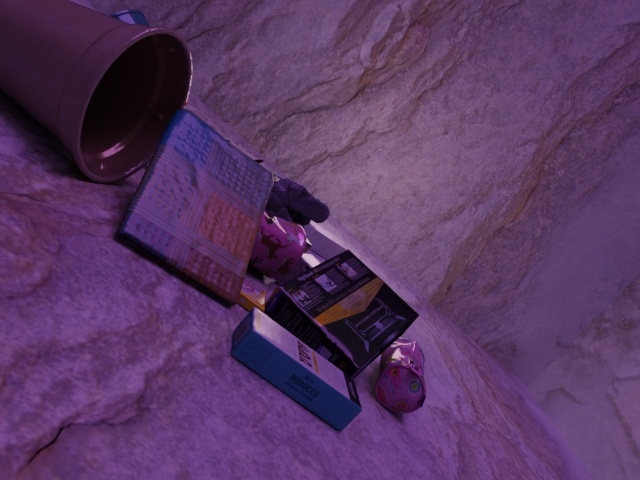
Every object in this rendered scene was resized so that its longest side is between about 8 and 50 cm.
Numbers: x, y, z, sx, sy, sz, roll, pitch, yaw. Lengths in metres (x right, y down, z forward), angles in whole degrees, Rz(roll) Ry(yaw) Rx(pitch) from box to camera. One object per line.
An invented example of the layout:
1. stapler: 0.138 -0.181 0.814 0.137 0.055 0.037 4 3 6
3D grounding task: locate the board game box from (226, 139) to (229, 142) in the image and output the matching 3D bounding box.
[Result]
1. board game box: -0.343 -0.236 1.633 0.164 0.042 0.243 -2 27 -10

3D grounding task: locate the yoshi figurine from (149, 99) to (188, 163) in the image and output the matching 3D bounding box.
1. yoshi figurine: -0.472 -0.287 1.460 0.202 0.204 0.362 3 17 15

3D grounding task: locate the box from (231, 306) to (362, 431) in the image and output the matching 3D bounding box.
1. box: -0.041 0.225 0.988 0.244 0.060 0.100 39 9 -14

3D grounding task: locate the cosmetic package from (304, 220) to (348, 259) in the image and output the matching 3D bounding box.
1. cosmetic package: 0.000 0.000 2.209 0.231 0.085 0.117 34 11 -47

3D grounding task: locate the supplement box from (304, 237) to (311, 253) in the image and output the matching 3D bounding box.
1. supplement box: -0.083 0.015 1.767 0.056 0.083 0.083 36 9 -29

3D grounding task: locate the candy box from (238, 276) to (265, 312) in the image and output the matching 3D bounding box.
1. candy box: -0.200 0.073 1.166 0.206 0.027 0.105 39 12 -14

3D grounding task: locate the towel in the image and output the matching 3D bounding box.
1. towel: -0.234 -0.077 1.139 0.271 0.040 0.370 37 43 -27

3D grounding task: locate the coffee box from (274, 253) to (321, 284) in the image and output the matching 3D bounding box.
1. coffee box: 0.014 0.150 1.470 0.246 0.098 0.141 44 9 14

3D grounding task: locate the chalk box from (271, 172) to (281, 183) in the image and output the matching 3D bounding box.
1. chalk box: -0.175 -0.141 1.895 0.213 0.132 0.132 49 8 0

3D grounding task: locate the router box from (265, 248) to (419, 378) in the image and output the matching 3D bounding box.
1. router box: 0.056 0.163 1.279 0.243 0.081 0.308 44 33 16

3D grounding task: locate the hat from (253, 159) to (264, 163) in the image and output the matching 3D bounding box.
1. hat: -0.325 -0.266 1.766 0.208 0.183 0.173 37 9 -25

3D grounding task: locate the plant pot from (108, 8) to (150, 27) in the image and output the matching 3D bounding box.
1. plant pot: -0.562 -0.492 1.671 0.255 0.271 0.272 54 7 -7

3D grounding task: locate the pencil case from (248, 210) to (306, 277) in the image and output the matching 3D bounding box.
1. pencil case: -0.212 -0.056 1.327 0.386 0.160 0.167 34 -15 -35

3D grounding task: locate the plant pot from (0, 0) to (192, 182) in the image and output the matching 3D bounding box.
1. plant pot: -0.481 -0.335 1.130 0.305 0.334 0.334 32 7 9

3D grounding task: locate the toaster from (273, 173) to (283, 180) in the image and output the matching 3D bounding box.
1. toaster: -0.158 -0.173 2.242 0.227 0.129 0.146 40 5 7

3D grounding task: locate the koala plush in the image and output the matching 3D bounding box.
1. koala plush: -0.124 -0.101 1.714 0.203 0.196 0.221 47 -9 -26

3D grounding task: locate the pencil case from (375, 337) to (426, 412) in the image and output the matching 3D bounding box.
1. pencil case: 0.202 0.323 1.377 0.124 0.124 0.284 42 8 5
